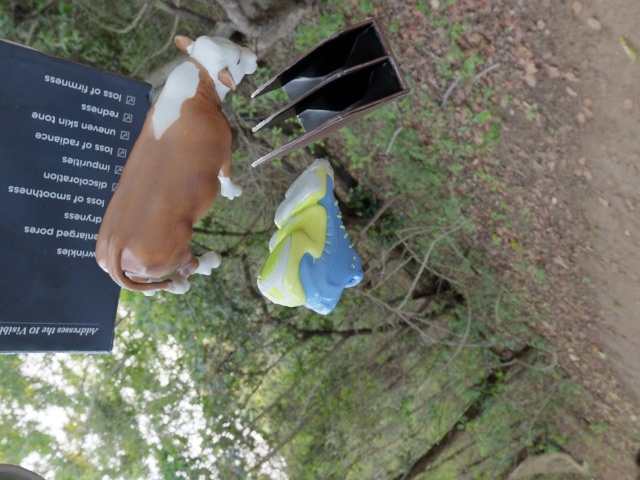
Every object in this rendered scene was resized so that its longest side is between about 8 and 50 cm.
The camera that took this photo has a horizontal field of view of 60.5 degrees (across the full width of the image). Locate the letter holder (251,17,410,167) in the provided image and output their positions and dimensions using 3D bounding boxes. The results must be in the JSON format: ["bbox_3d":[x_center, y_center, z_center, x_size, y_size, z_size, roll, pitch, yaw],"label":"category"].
[{"bbox_3d":[-0.023,-0.274,1.068,0.302,0.214,0.151,-16,103,51],"label":"letter holder"}]

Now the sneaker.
[{"bbox_3d":[0.000,0.000,0.746,0.126,0.240,0.091,33,141,-18],"label":"sneaker"}]

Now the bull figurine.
[{"bbox_3d":[-0.152,-0.079,0.623,0.101,0.310,0.188,15,157,14],"label":"bull figurine"}]

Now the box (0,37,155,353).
[{"bbox_3d":[-0.580,-0.077,0.902,0.480,0.470,0.298,9,-179,-36],"label":"box"}]

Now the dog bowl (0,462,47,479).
[{"bbox_3d":[-0.621,0.587,1.036,0.348,0.102,0.348,49,-168,-15],"label":"dog bowl"}]
